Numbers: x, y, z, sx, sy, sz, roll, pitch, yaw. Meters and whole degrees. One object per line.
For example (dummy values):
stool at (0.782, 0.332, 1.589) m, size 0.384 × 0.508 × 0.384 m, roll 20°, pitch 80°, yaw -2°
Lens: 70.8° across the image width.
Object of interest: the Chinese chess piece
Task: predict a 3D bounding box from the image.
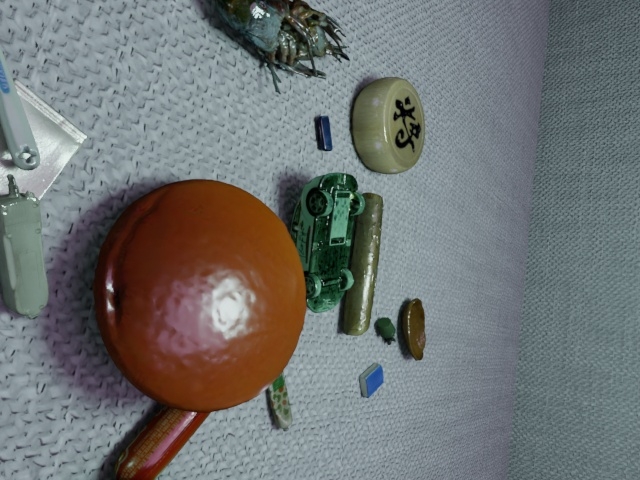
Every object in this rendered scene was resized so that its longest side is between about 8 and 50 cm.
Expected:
Chinese chess piece at (0.189, -0.309, 1.225) m, size 0.257 × 0.104 × 0.258 m, roll -5°, pitch 96°, yaw -50°

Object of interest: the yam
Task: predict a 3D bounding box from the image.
yam at (0.113, 0.060, 1.173) m, size 0.083 × 0.083 × 0.372 m, roll 16°, pitch 79°, yaw -50°

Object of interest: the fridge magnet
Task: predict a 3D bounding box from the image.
fridge magnet at (-0.173, 0.081, 0.719) m, size 0.363 × 0.155 × 0.364 m, roll 16°, pitch 67°, yaw -42°

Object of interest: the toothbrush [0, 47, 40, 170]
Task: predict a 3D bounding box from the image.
toothbrush at (-0.403, -0.271, 0.522) m, size 0.040 × 0.040 × 0.387 m, roll -25°, pitch 107°, yaw -48°

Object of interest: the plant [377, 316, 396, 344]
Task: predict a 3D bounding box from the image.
plant at (0.196, 0.271, 1.306) m, size 0.051 × 0.051 × 0.102 m, roll -53°, pitch 135°, yaw -36°

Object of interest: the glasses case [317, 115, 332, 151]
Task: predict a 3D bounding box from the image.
glasses case at (0.008, -0.252, 1.064) m, size 0.033 × 0.023 × 0.084 m, roll -19°, pitch 105°, yaw -44°

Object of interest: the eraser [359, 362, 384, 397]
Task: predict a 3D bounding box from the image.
eraser at (0.144, 0.392, 1.263) m, size 0.084 × 0.027 × 0.063 m, roll -24°, pitch 109°, yaw -48°

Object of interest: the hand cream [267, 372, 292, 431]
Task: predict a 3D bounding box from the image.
hand cream at (-0.090, 0.333, 0.971) m, size 0.057 × 0.037 × 0.165 m, roll -18°, pitch 100°, yaw -50°

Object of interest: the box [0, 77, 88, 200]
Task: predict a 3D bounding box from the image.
box at (-0.396, -0.092, 0.564) m, size 0.109 × 0.029 × 0.198 m, roll 46°, pitch 58°, yaw -42°

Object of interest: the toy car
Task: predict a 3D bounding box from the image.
toy car at (0.000, 0.000, 0.989) m, size 0.136 × 0.125 × 0.306 m, roll -6°, pitch 108°, yaw -49°

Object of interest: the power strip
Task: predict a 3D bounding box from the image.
power strip at (-0.373, 0.012, 0.559) m, size 0.047 × 0.030 × 0.191 m, roll -30°, pitch 131°, yaw -59°

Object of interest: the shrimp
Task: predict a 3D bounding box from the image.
shrimp at (-0.058, -0.390, 0.907) m, size 0.372 × 0.137 × 0.172 m, roll 10°, pitch 120°, yaw -44°

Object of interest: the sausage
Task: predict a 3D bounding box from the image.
sausage at (-0.238, 0.302, 0.742) m, size 0.264 × 0.083 × 0.083 m, roll -49°, pitch 127°, yaw -37°

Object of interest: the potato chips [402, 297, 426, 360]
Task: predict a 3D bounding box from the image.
potato chips at (0.296, 0.286, 1.430) m, size 0.150 × 0.049 × 0.202 m, roll -48°, pitch 125°, yaw -43°
